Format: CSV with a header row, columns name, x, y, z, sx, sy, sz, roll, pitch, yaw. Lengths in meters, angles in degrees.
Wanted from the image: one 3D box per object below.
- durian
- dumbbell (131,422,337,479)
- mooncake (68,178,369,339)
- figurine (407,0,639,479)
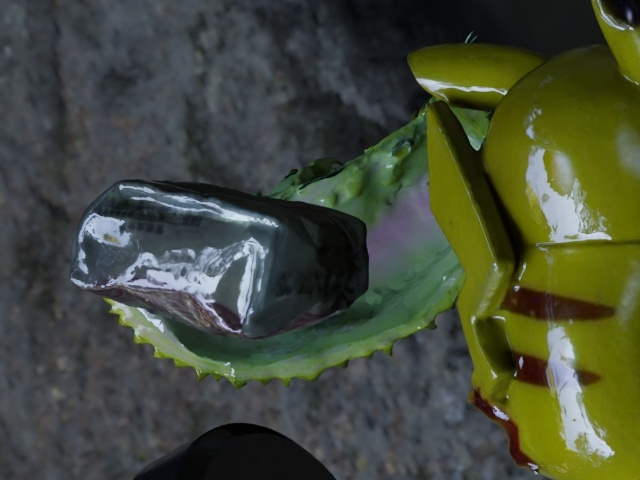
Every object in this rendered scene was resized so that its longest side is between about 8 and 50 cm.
name,x,y,z,sx,sy,sz,roll,pitch,yaw
durian,0.007,0.002,1.353,0.157,0.355,0.169,64,-174,33
dumbbell,-0.132,0.276,1.201,0.322,0.203,0.204,-32,77,32
mooncake,-0.051,0.009,0.884,0.125,0.130,0.073,-2,-76,-66
figurine,0.165,0.001,1.062,0.218,0.169,0.327,2,95,57
